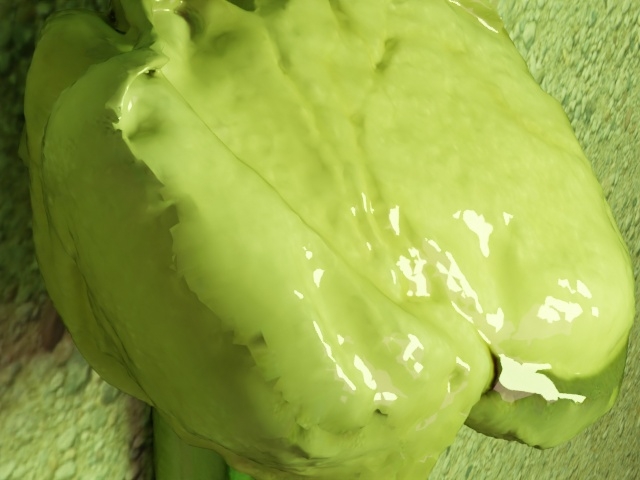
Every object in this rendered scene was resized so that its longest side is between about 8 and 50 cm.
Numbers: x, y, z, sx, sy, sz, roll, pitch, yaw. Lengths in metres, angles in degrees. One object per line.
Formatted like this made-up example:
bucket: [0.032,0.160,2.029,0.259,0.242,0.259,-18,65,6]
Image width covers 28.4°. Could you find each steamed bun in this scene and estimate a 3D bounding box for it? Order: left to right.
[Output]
steamed bun: [-0.004,-0.004,0.726,0.372,0.324,0.230,-8,158,-43]

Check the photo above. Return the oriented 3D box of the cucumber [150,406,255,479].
cucumber: [-0.066,0.103,0.929,0.145,0.105,0.325,-35,134,-48]
